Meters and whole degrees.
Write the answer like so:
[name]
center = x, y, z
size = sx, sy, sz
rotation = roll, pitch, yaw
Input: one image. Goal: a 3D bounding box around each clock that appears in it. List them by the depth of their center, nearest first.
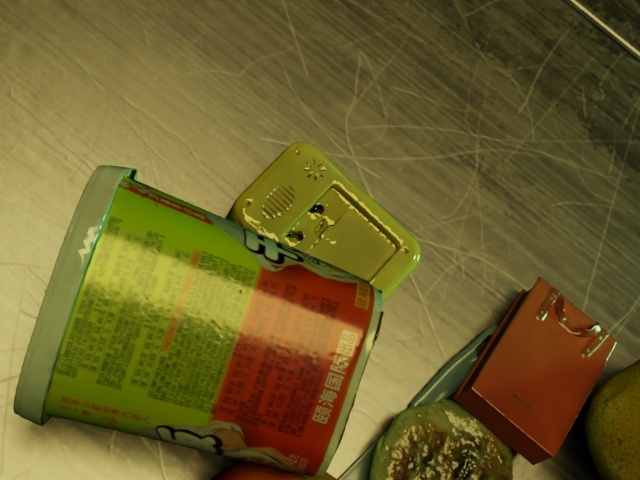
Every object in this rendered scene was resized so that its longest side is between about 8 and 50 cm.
[clock]
center = 0.000, 0.000, 1.386
size = 0.202, 0.096, 0.143
rotation = 44, 72, 0

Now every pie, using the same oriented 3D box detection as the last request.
[pie]
center = 0.143, 0.272, 1.375
size = 0.187, 0.041, 0.187
rotation = 4, 78, -18

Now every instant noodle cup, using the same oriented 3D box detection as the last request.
[instant noodle cup]
center = -0.112, 0.092, 1.220
size = 0.308, 0.294, 0.294
rotation = 18, 72, -4

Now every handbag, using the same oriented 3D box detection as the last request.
[handbag]
center = 0.256, 0.150, 1.415
size = 0.127, 0.063, 0.190
rotation = 40, 57, -2

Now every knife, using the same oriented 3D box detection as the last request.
[knife]
center = 0.111, 0.212, 1.405
size = 0.313, 0.019, 0.044
rotation = -42, 92, -18

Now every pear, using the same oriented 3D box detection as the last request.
[pear]
center = 0.404, 0.228, 1.393
size = 0.198, 0.198, 0.198
rotation = 4, 75, -14

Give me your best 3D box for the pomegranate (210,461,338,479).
[pomegranate]
center = -0.056, 0.327, 1.233
size = 0.209, 0.209, 0.209
rotation = 4, 75, -14
